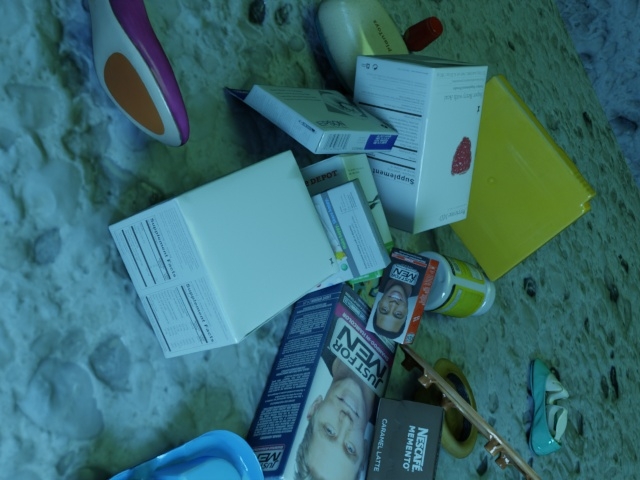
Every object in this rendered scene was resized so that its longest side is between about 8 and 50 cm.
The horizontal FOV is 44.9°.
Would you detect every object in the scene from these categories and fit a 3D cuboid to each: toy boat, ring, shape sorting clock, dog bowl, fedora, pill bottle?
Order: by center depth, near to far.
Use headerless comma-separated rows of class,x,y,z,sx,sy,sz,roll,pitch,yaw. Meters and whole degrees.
dog bowl,-0.192,0.343,0.955,0.297,0.074,0.166,-13,87,-53
ring,0.242,0.295,1.266,0.032,0.336,0.336,-44,119,-4
shape sorting clock,0.110,0.092,1.447,0.206,0.040,0.206,19,67,-53
fedora,0.233,0.326,1.493,0.194,0.079,0.194,33,46,-42
pill bottle,0.267,0.096,1.593,0.208,0.119,0.119,17,64,-48
toy boat,0.121,-0.388,1.598,0.318,0.148,0.268,-28,94,-45

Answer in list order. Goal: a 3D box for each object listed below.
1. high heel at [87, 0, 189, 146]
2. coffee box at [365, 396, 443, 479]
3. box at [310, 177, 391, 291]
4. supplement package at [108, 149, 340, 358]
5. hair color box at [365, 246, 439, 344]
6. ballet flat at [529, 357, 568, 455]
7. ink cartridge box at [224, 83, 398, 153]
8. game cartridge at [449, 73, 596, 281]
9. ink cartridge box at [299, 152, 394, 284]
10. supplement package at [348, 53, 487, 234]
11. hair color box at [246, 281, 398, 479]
high heel,-0.249,-0.321,1.087,0.181,0.127,0.377,-37,103,-40
coffee box,0.142,0.333,1.248,0.246,0.098,0.141,54,45,-74
box,0.000,0.000,1.236,0.145,0.186,0.038,69,24,-6
supplement package,-0.127,0.013,1.107,0.262,0.145,0.204,-32,102,-52
hair color box,0.131,0.088,1.239,0.043,0.072,0.141,15,92,-61
ballet flat,0.554,0.396,1.864,0.083,0.087,0.247,39,48,-36
ink cartridge box,-0.012,-0.219,1.309,0.224,0.045,0.223,37,26,27
game cartridge,0.360,-0.122,1.579,0.052,0.285,0.324,-19,70,-50
ink cartridge box,0.027,-0.029,1.310,0.087,0.153,0.209,-18,91,-55
supplement package,0.172,-0.184,1.427,0.177,0.175,0.293,-16,117,-45
hair color box,0.006,0.255,1.214,0.174,0.105,0.347,46,45,-30
